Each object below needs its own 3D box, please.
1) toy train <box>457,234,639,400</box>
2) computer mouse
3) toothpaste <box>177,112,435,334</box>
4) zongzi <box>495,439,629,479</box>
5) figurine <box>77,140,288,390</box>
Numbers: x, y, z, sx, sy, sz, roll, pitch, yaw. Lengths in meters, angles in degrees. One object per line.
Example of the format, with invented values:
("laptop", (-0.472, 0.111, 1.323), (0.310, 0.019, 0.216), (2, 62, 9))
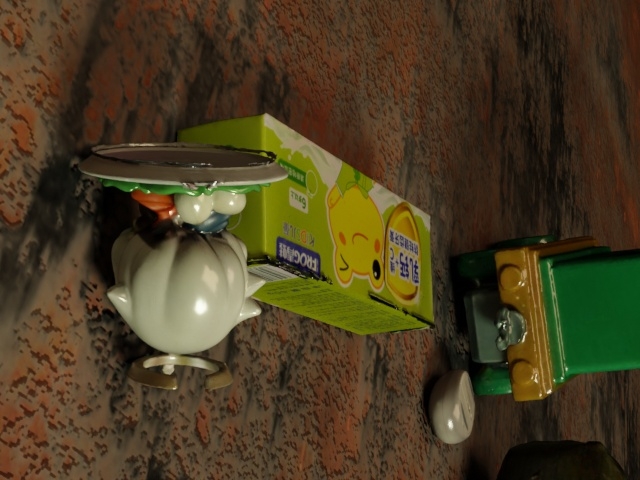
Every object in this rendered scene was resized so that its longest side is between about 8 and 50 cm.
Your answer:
("toy train", (0.313, 0.077, 1.333), (0.429, 0.249, 0.178), (-6, 88, -64))
("computer mouse", (0.136, 0.175, 1.186), (0.096, 0.039, 0.066), (-56, 133, -65))
("toothpaste", (0.000, 0.000, 0.909), (0.327, 0.077, 0.110), (25, 59, -61))
("zongzi", (0.302, 0.470, 1.227), (0.432, 0.208, 0.403), (56, 34, -32))
("figurine", (-0.086, 0.021, 0.700), (0.132, 0.132, 0.153), (-19, 114, -64))
